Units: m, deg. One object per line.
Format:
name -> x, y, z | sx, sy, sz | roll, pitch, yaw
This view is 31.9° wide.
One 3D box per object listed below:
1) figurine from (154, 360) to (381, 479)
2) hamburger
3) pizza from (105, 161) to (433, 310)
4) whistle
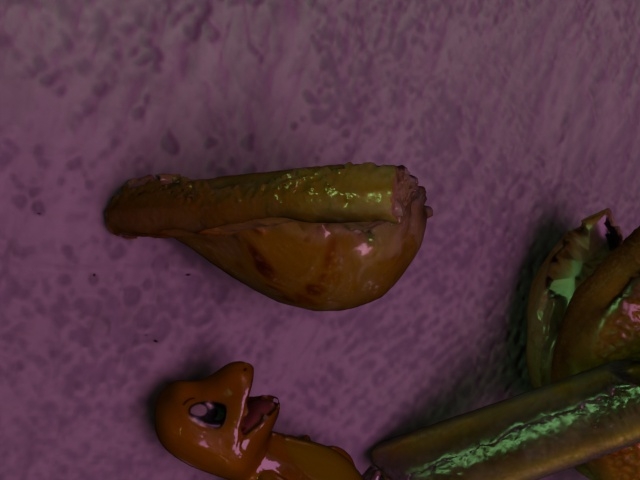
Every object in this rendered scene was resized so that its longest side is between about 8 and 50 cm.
figurine -> -0.046, 0.160, 0.729 | 0.122, 0.121, 0.176 | -42, 108, 9
hamburger -> 0.248, 0.116, 0.883 | 0.157, 0.144, 0.283 | -33, 105, 5
pizza -> 0.002, 0.001, 0.665 | 0.188, 0.204, 0.080 | 8, 83, -41
whistle -> 0.194, 0.124, 0.787 | 0.327, 0.057, 0.068 | -23, 102, 14
